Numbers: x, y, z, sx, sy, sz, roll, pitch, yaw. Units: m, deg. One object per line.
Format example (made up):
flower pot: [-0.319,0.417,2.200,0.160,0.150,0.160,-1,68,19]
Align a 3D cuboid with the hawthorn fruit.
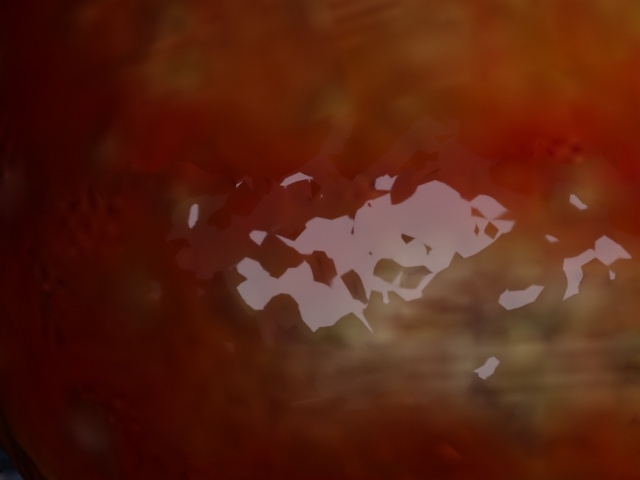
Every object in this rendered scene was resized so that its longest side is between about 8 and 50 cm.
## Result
hawthorn fruit: [0.000,0.000,0.513,0.330,0.287,0.287,-22,95,-6]
